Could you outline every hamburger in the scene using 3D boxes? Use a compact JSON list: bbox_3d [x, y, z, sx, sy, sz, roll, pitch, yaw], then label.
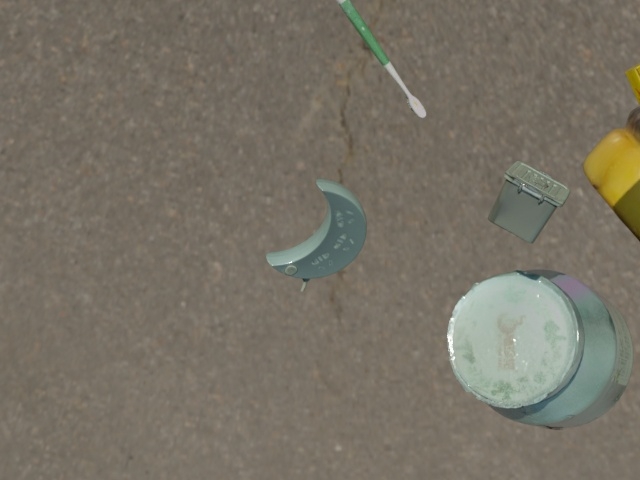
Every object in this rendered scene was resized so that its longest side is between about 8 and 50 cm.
[{"bbox_3d":[0.663,-0.102,1.959,0.396,0.395,0.277,40,108,-22],"label":"hamburger"}]

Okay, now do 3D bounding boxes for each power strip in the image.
[{"bbox_3d":[0.000,0.000,1.917,0.137,0.044,0.216,20,119,-22],"label":"power strip"}]

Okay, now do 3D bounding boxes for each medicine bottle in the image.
[{"bbox_3d":[0.331,0.165,1.730,0.245,0.245,0.290,-26,161,20],"label":"medicine bottle"}]

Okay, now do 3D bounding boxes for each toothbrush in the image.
[{"bbox_3d":[0.088,-0.282,1.701,0.018,0.024,0.257,-40,119,-1],"label":"toothbrush"}]

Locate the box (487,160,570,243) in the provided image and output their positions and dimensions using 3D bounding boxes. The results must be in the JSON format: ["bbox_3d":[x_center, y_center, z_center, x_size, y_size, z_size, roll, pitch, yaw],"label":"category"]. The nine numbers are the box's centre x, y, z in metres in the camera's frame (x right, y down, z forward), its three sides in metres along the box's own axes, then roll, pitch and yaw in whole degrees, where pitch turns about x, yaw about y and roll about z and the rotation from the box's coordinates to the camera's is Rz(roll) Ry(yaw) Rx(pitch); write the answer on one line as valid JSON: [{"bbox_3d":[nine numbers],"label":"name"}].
[{"bbox_3d":[0.265,-0.049,1.458,0.084,0.122,0.069,31,110,10],"label":"box"}]

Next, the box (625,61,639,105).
[{"bbox_3d":[0.448,-0.201,1.392,0.155,0.023,0.087,-30,103,-24],"label":"box"}]
